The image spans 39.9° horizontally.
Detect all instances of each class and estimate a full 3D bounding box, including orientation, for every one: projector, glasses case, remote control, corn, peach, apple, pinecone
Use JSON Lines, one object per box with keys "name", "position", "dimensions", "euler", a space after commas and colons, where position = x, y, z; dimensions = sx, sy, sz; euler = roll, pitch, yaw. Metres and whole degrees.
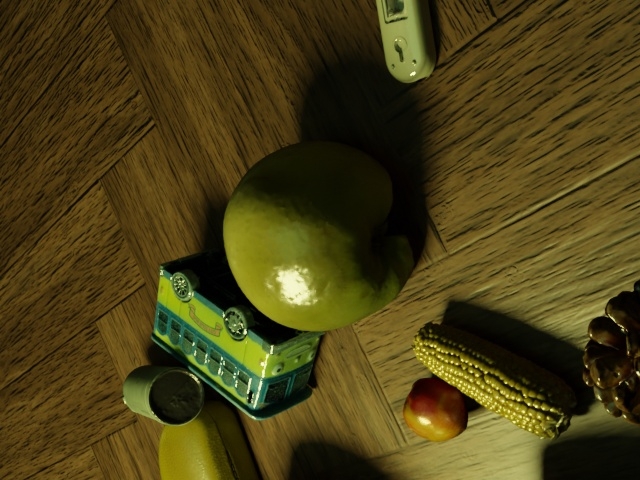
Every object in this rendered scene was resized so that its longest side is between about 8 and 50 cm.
{"name": "projector", "position": [-0.314, 0.299, 1.728], "dimensions": [0.337, 0.108, 0.108], "euler": [-19, 89, 69]}
{"name": "glasses case", "position": [-0.214, 0.514, 1.765], "dimensions": [0.173, 0.141, 0.371], "euler": [-22, 87, 45]}
{"name": "remote control", "position": [0.116, -0.336, 1.266], "dimensions": [0.078, 0.042, 0.221], "euler": [-2, 101, 42]}
{"name": "corn", "position": [0.247, 0.196, 1.275], "dimensions": [0.260, 0.091, 0.091], "euler": [26, 84, 36]}
{"name": "peach", "position": [0.179, 0.261, 1.356], "dimensions": [0.101, 0.101, 0.100], "euler": [15, 112, 40]}
{"name": "apple", "position": [-0.015, -0.001, 1.358], "dimensions": [0.258, 0.233, 0.295], "euler": [3, 105, 47]}
{"name": "pinecone", "position": [0.401, 0.135, 1.057], "dimensions": [0.150, 0.179, 0.195], "euler": [59, 160, 30]}

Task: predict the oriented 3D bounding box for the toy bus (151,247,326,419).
{"name": "toy bus", "position": [-0.152, 0.160, 1.592], "dimensions": [0.312, 0.152, 0.190], "euler": [30, 121, 34]}
